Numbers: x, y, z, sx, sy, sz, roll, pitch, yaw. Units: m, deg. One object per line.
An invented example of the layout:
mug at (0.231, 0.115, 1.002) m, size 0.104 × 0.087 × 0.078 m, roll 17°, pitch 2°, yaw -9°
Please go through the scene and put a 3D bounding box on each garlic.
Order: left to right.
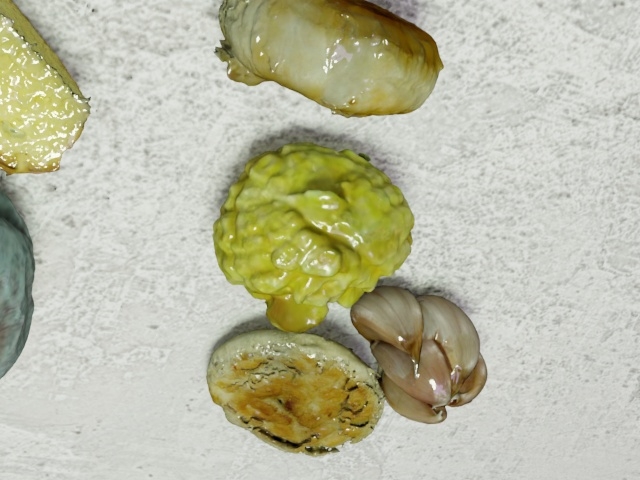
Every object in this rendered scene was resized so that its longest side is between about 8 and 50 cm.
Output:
garlic at (0.151, 0.151, 1.261) m, size 0.160 × 0.191 × 0.214 m, roll -29°, pitch 118°, yaw -24°

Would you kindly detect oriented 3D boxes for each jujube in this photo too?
jujube at (-0.460, 0.061, 1.016) m, size 0.247 × 0.215 × 0.308 m, roll -9°, pitch 136°, yaw -47°

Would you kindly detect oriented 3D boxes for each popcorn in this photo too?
popcorn at (0.000, 0.000, 1.094) m, size 0.237 × 0.206 × 0.251 m, roll -46°, pitch 141°, yaw 0°

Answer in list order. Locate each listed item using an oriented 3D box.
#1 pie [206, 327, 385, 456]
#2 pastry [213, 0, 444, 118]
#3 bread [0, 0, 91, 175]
pie at (-0.039, 0.227, 1.281) m, size 0.274 × 0.055 × 0.274 m, roll 6°, pitch 132°, yaw 6°
pastry at (0.008, -0.204, 0.930) m, size 0.257 × 0.235 × 0.120 m, roll 15°, pitch 111°, yaw -21°
bread at (-0.358, -0.193, 0.914) m, size 0.129 × 0.134 × 0.260 m, roll -38°, pitch 130°, yaw 1°
